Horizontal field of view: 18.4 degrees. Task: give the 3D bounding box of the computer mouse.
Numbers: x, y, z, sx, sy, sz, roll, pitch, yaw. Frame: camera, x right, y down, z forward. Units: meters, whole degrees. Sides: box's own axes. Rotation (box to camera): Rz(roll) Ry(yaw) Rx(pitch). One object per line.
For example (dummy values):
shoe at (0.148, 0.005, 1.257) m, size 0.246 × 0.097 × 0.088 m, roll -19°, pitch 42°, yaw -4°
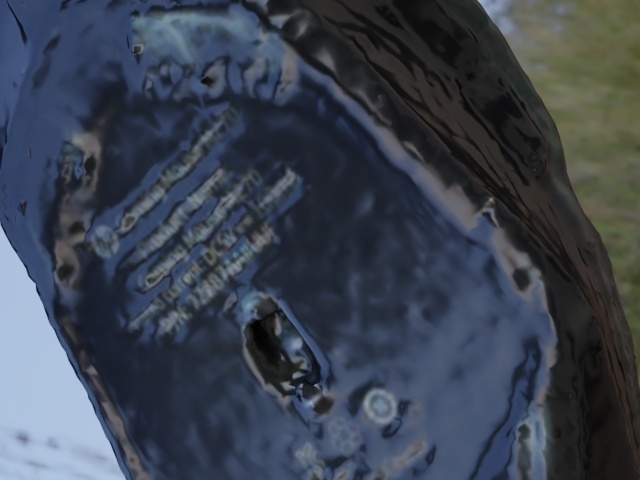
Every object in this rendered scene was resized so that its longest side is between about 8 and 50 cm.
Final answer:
computer mouse at (0.000, 0.000, 0.381) m, size 0.192 × 0.106 × 0.062 m, roll 57°, pitch -147°, yaw 10°
